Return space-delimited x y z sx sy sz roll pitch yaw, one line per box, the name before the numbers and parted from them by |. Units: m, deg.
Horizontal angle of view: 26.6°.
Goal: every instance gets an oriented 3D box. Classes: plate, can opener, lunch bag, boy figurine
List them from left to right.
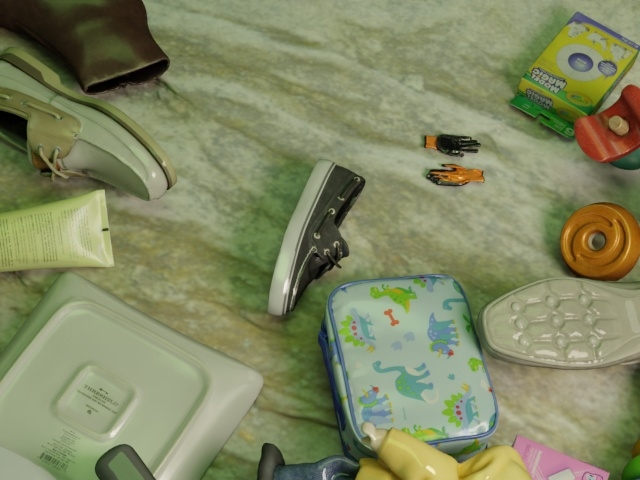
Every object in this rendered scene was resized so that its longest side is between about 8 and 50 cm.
plate | -0.244 0.184 1.479 0.277 0.045 0.278 28 59 11
can opener | -0.150 0.341 1.347 0.095 0.076 0.283 -35 78 -13
boy figurine | 0.078 0.252 1.386 0.285 0.177 0.092 -5 35 8
lunch bag | 0.092 0.146 1.512 0.176 0.090 0.219 -6 58 -11

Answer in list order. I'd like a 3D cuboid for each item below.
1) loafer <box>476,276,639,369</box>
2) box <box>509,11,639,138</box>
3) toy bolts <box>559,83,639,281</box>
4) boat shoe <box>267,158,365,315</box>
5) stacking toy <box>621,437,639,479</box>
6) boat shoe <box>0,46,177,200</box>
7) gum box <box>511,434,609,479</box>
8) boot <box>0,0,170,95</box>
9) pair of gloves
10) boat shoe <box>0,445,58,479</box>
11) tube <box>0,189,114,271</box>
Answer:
loafer | 0.320 0.098 1.542 0.319 0.111 0.112 -1 72 -18
box | 0.338 -0.219 1.803 0.105 0.043 0.179 32 61 14
toy bolts | 0.398 -0.058 1.683 0.218 0.158 0.228 -29 69 23
boat shoe | 0.000 0.000 1.609 0.076 0.080 0.228 17 50 6
stacking toy | 0.383 0.261 1.456 0.141 0.141 0.330 20 52 7
boat shoe | -0.308 -0.121 1.635 0.302 0.113 0.103 31 60 25
gum box | 0.227 0.307 1.439 0.107 0.062 0.188 22 58 8
boot | -0.337 -0.270 1.731 0.248 0.090 0.207 -16 59 -20
pair of gloves | 0.170 -0.102 1.728 0.074 0.010 0.083 1 55 -4
boat shoe | -0.371 0.265 1.381 0.301 0.102 0.108 30 40 2
tube | -0.365 0.003 1.574 0.240 0.070 0.062 -9 45 -12
